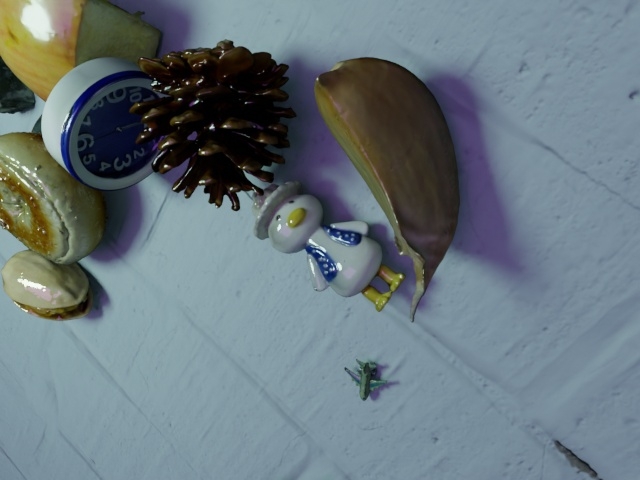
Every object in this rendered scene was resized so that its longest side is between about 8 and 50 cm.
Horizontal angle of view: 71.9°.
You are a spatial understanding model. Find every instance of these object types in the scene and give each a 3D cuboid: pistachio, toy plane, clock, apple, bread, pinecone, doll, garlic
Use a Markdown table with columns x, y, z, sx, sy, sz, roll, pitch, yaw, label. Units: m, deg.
| x | y | z | sx | sy | sz | roll | pitch | yaw | label |
| --- | --- | --- | --- | --- | --- | --- | --- | --- | --- |
| -0.655 | 0.108 | 1.067 | 0.229 | 0.157 | 0.157 | 28 | 113 | 12 | pistachio |
| 0.081 | 0.249 | 0.787 | 0.080 | 0.033 | 0.083 | 10 | 113 | 24 | toy plane |
| -0.369 | -0.204 | 0.794 | 0.083 | 0.230 | 0.230 | 34 | 114 | 18 | clock |
| -0.480 | -0.390 | 0.829 | 0.309 | 0.252 | 0.314 | 28 | 151 | 12 | apple |
| -0.584 | -0.094 | 0.948 | 0.305 | 0.159 | 0.305 | 16 | 131 | 18 | bread |
| -0.162 | -0.174 | 0.682 | 0.264 | 0.264 | 0.264 | 6 | 104 | 25 | pinecone |
| 0.000 | 0.000 | 0.723 | 0.293 | 0.119 | 0.138 | 37 | 89 | 15 | doll |
| 0.098 | -0.081 | 0.616 | 0.151 | 0.196 | 0.338 | -17 | 96 | 44 | garlic |

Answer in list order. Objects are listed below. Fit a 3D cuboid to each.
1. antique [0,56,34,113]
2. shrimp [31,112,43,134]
| x | y | z | sx | sy | sz | roll | pitch | yaw | label |
| --- | --- | --- | --- | --- | --- | --- | --- | --- | --- |
| -0.745 | -0.391 | 1.021 | 0.086 | 0.088 | 0.183 | -4 | 101 | 28 | antique |
| -0.589 | -0.203 | 1.008 | 0.262 | 0.051 | 0.198 | -27 | 89 | 26 | shrimp |
